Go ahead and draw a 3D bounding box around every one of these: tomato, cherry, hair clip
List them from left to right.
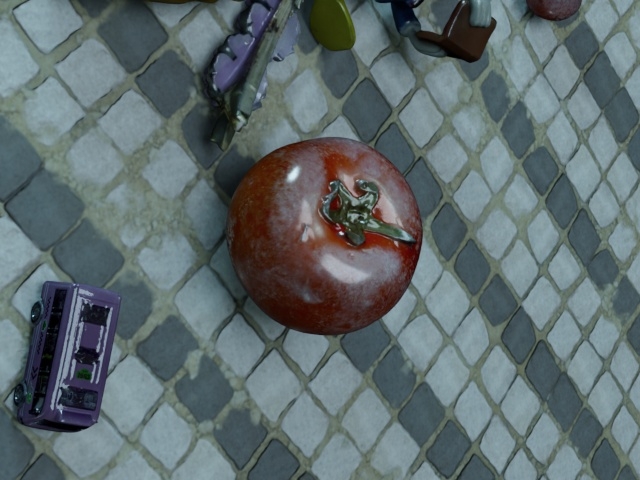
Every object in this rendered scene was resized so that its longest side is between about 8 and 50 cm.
[{"bbox_3d":[-0.089,-0.257,1.612,0.106,0.084,0.292,38,60,-27],"label":"hair clip"},{"bbox_3d":[0.000,0.000,1.574,0.270,0.227,0.270,12,64,-27],"label":"tomato"},{"bbox_3d":[0.429,-0.447,2.046,0.225,0.090,0.107,-33,97,-45],"label":"cherry"}]

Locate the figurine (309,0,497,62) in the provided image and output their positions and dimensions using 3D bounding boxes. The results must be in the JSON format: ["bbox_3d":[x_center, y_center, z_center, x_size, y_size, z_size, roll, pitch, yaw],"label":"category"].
[{"bbox_3d":[0.160,-0.403,1.756,0.283,0.204,0.338,37,49,-4],"label":"figurine"}]

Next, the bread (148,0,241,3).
[{"bbox_3d":[-0.195,-0.387,1.490,0.294,0.132,0.167,-9,93,-39],"label":"bread"}]

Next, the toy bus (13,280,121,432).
[{"bbox_3d":[-0.301,0.140,1.399,0.087,0.098,0.178,17,77,-39],"label":"toy bus"}]
